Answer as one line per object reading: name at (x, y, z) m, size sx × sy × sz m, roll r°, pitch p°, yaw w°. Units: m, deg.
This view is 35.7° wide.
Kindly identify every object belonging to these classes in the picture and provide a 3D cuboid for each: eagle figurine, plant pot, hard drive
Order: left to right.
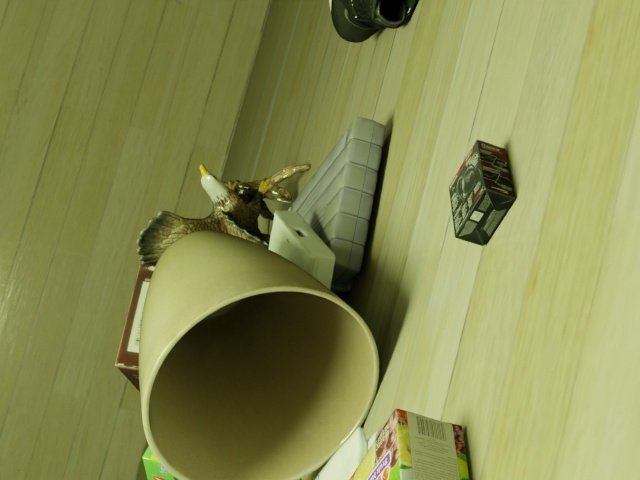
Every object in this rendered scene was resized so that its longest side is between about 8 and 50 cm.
eagle figurine at (-0.168, -0.031, 1.765) m, size 0.226 × 0.225 × 0.298 m, roll -55°, pitch 6°, yaw 33°
plant pot at (-0.102, 0.103, 1.143) m, size 0.257 × 0.256 × 0.274 m, roll -69°, pitch 28°, yaw 19°
hard drive at (-0.045, 0.135, 1.323) m, size 0.203 × 0.040 × 0.308 m, roll -131°, pitch 48°, yaw -66°

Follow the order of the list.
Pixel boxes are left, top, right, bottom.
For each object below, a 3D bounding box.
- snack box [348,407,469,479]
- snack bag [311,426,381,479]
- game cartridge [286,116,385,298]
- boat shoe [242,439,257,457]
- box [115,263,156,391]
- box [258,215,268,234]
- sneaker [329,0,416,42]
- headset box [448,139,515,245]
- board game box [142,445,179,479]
snack box at (0.059, 0.271, 0.795) m, size 0.207 × 0.070 × 0.174 m, roll -92°, pitch 23°, yaw -51°
snack bag at (-0.017, 0.407, 1.032) m, size 0.323 × 0.037 × 0.343 m, roll 123°, pitch 159°, yaw -51°
game cartridge at (0.000, 0.000, 1.444) m, size 0.355 × 0.068 × 0.230 m, roll 132°, pitch 148°, yaw -63°
boat shoe at (-0.072, 0.350, 1.076) m, size 0.302 × 0.109 × 0.094 m, roll -75°, pitch -6°, yaw -55°
box at (-0.254, 0.202, 1.838) m, size 0.381 × 0.143 × 0.191 m, roll 87°, pitch -168°, yaw -69°
box at (-0.199, 0.067, 2.141) m, size 0.113 × 0.094 × 0.275 m, roll -88°, pitch 20°, yaw -51°
sneaker at (0.080, -0.354, 1.455) m, size 0.283 × 0.107 × 0.124 m, roll 129°, pitch 148°, yaw -61°
headset box at (0.146, -0.047, 0.912) m, size 0.083 × 0.032 × 0.062 m, roll -87°, pitch 19°, yaw -50°
board game box at (-0.147, 0.245, 1.404) m, size 0.214 × 0.046 × 0.317 m, roll 88°, pitch -159°, yaw -43°
